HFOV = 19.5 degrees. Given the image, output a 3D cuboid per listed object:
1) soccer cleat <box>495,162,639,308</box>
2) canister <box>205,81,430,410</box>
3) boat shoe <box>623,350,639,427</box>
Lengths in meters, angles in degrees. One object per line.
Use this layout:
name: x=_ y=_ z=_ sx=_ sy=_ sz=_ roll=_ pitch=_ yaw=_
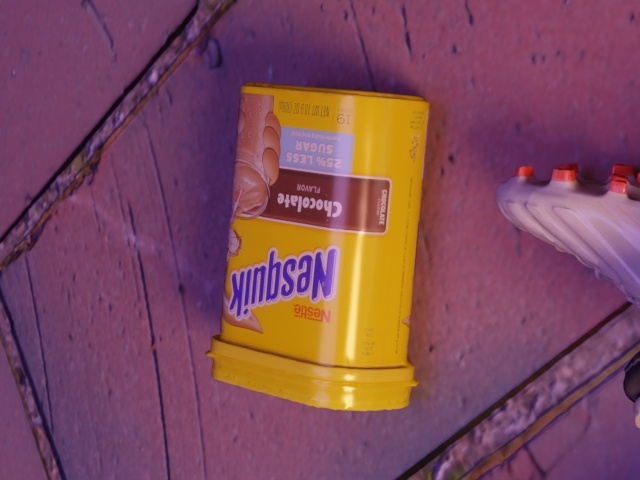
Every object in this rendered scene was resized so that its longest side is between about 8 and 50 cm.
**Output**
soccer cleat: x=0.157 y=0.009 z=0.871 sx=0.196 sy=0.068 sz=0.076 roll=15 pitch=105 yaw=44
canister: x=0.000 y=0.000 z=1.040 sx=0.126 sy=0.073 sz=0.170 roll=9 pitch=96 yaw=47
boat shoe: x=0.217 y=-0.003 z=0.766 sx=0.233 sy=0.084 sz=0.079 roll=-40 pitch=57 yaw=18
